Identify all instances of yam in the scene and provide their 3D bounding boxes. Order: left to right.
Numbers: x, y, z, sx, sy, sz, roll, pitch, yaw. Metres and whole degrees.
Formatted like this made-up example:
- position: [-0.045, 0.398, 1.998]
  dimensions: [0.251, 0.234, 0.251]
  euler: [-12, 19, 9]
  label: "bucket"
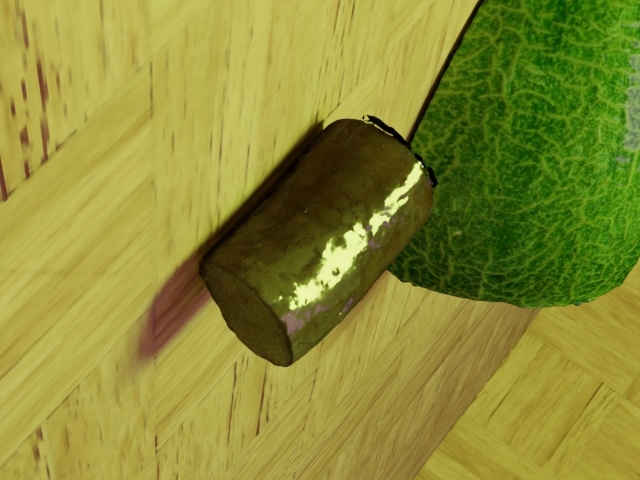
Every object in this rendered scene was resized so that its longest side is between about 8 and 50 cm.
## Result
- position: [-0.002, 0.000, 0.766]
  dimensions: [0.127, 0.084, 0.084]
  euler: [-45, 163, -26]
  label: "yam"

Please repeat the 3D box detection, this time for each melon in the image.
- position: [0.154, -0.098, 0.991]
  dimensions: [0.124, 0.196, 0.323]
  euler: [-93, -170, -47]
  label: "melon"
